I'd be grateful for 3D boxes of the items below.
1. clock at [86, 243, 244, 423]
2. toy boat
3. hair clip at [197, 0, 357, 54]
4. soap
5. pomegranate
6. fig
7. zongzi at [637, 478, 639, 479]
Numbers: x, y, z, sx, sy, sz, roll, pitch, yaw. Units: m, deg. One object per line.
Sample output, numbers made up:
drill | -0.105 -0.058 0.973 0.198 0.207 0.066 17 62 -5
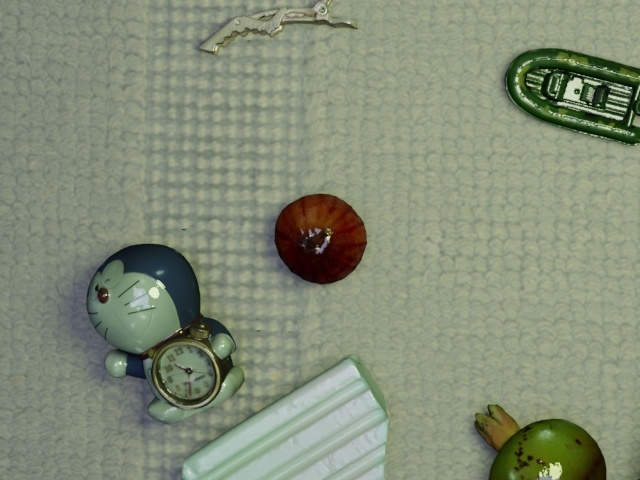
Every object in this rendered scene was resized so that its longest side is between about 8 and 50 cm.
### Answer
clock | -0.219 0.122 1.771 0.200 0.146 0.243 -28 94 23
toy boat | 0.350 -0.197 1.736 0.210 0.052 0.104 16 96 5
hair clip | -0.064 -0.306 1.793 0.226 0.034 0.072 -10 87 9
soap | -0.031 0.301 1.776 0.290 0.095 0.172 -33 87 6
pomegranate | 0.284 0.301 1.721 0.159 0.159 0.205 -48 60 6
fig | 0.007 0.004 1.750 0.128 0.150 0.128 -11 117 -22
zongzi | 0.439 0.320 1.714 0.418 0.181 0.447 -17 67 36
